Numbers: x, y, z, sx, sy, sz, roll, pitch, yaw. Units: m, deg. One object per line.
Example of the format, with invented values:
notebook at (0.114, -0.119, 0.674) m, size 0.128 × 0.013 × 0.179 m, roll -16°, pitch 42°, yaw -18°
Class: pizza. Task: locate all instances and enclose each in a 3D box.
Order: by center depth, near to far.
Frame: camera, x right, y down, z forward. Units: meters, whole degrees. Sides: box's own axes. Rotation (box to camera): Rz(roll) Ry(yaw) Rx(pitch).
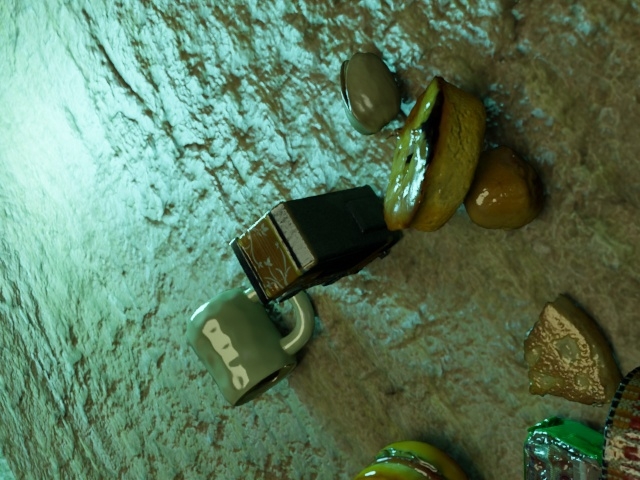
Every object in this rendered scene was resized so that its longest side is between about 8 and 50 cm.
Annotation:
pizza at (0.390, 0.196, 1.304) m, size 0.182 × 0.062 × 0.161 m, roll 50°, pitch 121°, yaw 15°

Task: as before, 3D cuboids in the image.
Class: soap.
soap at (0.395, 0.431, 1.298) m, size 0.218 × 0.098 × 0.273 m, roll 18°, pitch 113°, yaw 62°

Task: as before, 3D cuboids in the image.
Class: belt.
belt at (0.452, 0.307, 1.068) m, size 0.161 × 0.207 × 0.294 m, roll 9°, pitch 119°, yaw 42°

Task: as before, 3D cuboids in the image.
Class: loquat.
loquat at (0.283, -0.082, 1.294) m, size 0.137 × 0.113 × 0.137 m, roll -5°, pitch 76°, yaw 19°

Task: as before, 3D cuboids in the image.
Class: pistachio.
pistachio at (0.082, -0.255, 1.426) m, size 0.113 × 0.113 × 0.149 m, roll -35°, pitch 72°, yaw 41°

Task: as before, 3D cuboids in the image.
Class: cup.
cup at (-0.147, 0.194, 1.692) m, size 0.202 × 0.173 × 0.255 m, roll 55°, pitch 130°, yaw 15°

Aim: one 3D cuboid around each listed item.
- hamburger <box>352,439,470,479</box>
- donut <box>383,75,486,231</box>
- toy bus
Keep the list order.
hamburger at (0.175, 0.475, 1.482) m, size 0.246 × 0.170 × 0.246 m, roll 20°, pitch 125°, yaw 31°
donut at (0.171, -0.130, 1.303) m, size 0.118 × 0.253 × 0.253 m, roll 20°, pitch 121°, yaw -8°
toy bus at (0.000, 0.000, 1.450) m, size 0.167 × 0.275 × 0.138 m, roll -40°, pitch 74°, yaw 37°
